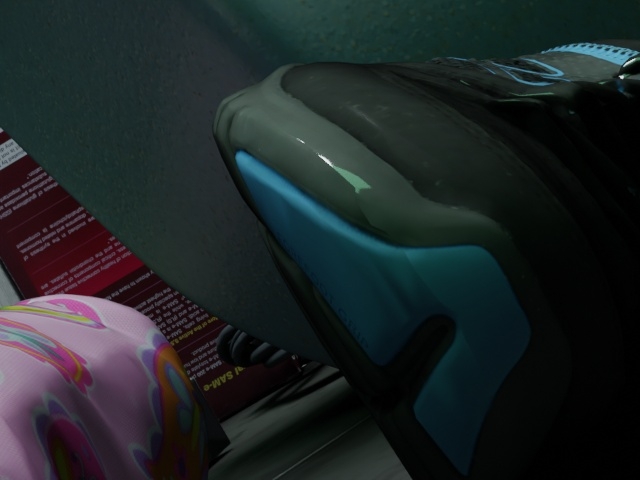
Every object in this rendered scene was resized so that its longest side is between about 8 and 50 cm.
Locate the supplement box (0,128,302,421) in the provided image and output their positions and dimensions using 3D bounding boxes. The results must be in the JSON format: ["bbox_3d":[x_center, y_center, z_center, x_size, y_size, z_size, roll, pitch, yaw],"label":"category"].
[{"bbox_3d":[-0.125,0.011,1.206,0.130,0.239,0.073,-30,2,3],"label":"supplement box"}]

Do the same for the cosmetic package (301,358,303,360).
[{"bbox_3d":[0.000,0.000,1.299,0.296,0.129,0.153,-31,2,22],"label":"cosmetic package"}]

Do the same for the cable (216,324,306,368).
[{"bbox_3d":[0.018,0.033,1.091,0.150,0.047,0.184,-22,4,-21],"label":"cable"}]

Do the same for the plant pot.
[{"bbox_3d":[0.023,-0.090,0.842,0.248,0.252,0.247,-32,-21,-26],"label":"plant pot"}]

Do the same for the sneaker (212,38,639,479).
[{"bbox_3d":[0.062,-0.017,0.544,0.139,0.125,0.341,-29,2,7],"label":"sneaker"}]

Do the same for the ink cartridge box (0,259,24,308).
[{"bbox_3d":[-0.235,0.036,1.267,0.091,0.308,0.385,-30,1,1],"label":"ink cartridge box"}]

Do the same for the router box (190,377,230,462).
[{"bbox_3d":[-0.135,0.136,0.929,0.133,0.046,0.179,-30,1,20],"label":"router box"}]

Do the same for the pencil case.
[{"bbox_3d":[-0.113,0.090,0.581,0.124,0.124,0.284,-30,2,9],"label":"pencil case"}]
